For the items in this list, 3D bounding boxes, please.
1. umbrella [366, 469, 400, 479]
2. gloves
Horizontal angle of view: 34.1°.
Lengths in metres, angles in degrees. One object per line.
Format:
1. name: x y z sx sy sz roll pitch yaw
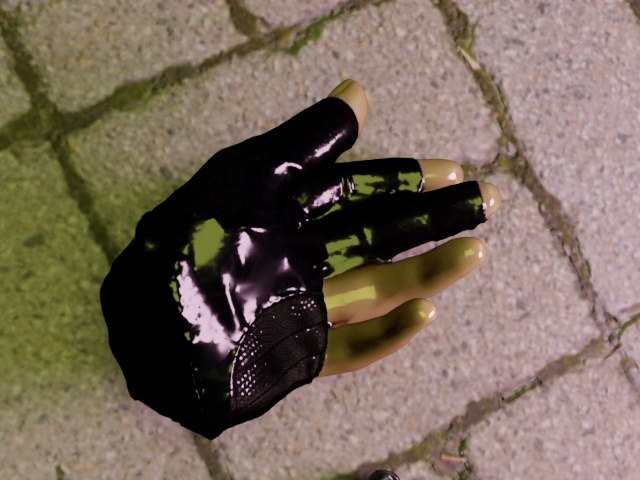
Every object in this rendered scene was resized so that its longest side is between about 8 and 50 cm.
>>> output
1. umbrella: 0.100 0.268 0.744 0.059 0.066 0.235 -30 86 -12
2. gloves: -0.008 0.001 0.720 0.301 0.152 0.197 -19 106 -23
